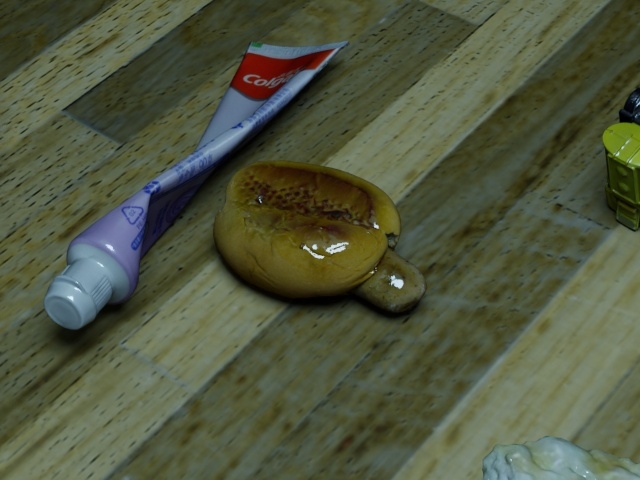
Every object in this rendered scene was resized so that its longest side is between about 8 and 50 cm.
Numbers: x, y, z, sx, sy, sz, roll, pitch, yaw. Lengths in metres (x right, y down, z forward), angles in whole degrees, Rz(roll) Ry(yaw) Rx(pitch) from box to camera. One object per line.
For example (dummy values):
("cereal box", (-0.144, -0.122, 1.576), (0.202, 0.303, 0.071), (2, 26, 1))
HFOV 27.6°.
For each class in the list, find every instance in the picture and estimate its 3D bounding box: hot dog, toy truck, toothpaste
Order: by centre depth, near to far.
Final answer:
("hot dog", (0.001, -0.002, 0.789), (0.140, 0.060, 0.090), (8, 48, 25))
("toy truck", (0.201, -0.045, 0.794), (0.049, 0.083, 0.054), (35, 73, 32))
("toothpaste", (-0.079, -0.050, 0.834), (0.075, 0.048, 0.301), (-24, 22, 44))

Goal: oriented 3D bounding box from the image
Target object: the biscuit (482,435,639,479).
("biscuit", (0.164, 0.186, 0.579), (0.188, 0.040, 0.265), (-14, 46, -34))
